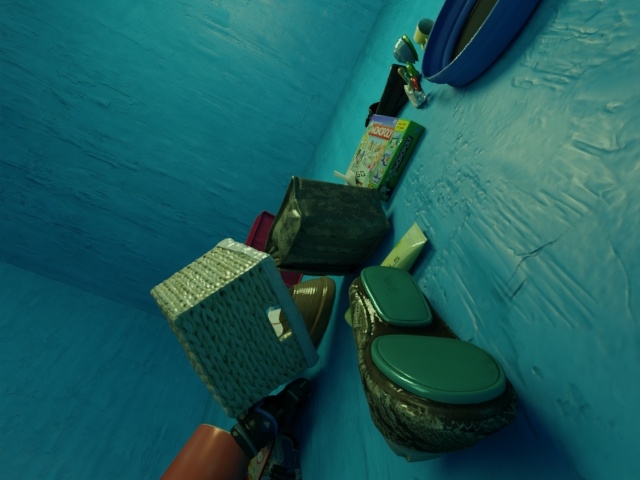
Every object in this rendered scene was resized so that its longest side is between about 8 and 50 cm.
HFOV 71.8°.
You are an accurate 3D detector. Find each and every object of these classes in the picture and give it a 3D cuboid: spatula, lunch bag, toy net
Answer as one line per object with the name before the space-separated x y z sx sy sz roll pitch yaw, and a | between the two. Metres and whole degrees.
spatula | 0.082 -0.147 1.414 0.242 0.019 0.168 -124 25 -72
lunch bag | 0.000 0.000 1.120 0.287 0.235 0.169 119 148 -44
toy net | 0.243 -0.407 1.125 0.045 0.232 0.122 -34 62 9

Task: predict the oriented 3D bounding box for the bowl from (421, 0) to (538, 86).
bowl | 0.356 -0.516 0.947 0.391 0.077 0.392 -157 90 -79

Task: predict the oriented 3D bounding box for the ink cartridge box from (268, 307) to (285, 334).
ink cartridge box | -0.122 0.299 1.422 0.067 0.115 0.198 -17 30 11

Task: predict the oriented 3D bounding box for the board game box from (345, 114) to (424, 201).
board game box | 0.171 -0.248 1.272 0.214 0.046 0.317 -66 17 12

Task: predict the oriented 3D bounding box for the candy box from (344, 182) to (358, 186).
candy box | 0.109 -0.174 1.511 0.105 0.027 0.206 -70 13 -18

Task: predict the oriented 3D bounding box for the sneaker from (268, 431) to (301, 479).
sneaker | -0.087 0.532 1.004 0.191 0.071 0.083 -83 12 -78

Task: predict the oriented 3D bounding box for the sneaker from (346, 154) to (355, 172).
sneaker | 0.134 -0.282 1.545 0.152 0.053 0.061 -49 19 57

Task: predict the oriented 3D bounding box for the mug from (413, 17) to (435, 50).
mug | 0.320 -0.643 1.386 0.078 0.062 0.064 -64 3 -15

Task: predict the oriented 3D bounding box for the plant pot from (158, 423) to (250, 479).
plant pot | -0.346 0.723 1.354 0.275 0.274 0.243 -51 11 53

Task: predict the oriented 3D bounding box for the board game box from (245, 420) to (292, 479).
board game box | -0.140 0.575 1.181 0.194 0.045 0.146 -68 12 -5

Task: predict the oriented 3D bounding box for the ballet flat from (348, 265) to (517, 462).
ballet flat | 0.120 0.173 0.601 0.483 0.163 0.182 -103 16 -80

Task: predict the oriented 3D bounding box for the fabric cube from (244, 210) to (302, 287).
fabric cube | -0.191 0.042 1.887 0.258 0.254 0.259 167 126 -76

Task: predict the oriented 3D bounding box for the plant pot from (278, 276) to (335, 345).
plant pot | -0.053 0.206 1.330 0.237 0.109 0.237 -60 14 26

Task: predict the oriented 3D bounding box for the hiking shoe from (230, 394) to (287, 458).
hiking shoe | -0.139 0.452 1.123 0.132 0.113 0.304 -34 -1 -10

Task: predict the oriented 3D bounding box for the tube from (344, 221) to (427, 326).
tube | 0.133 0.076 0.886 0.070 0.062 0.240 46 114 33

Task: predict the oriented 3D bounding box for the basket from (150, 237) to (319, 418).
basket | -0.233 0.209 1.147 0.266 0.329 0.331 -31 21 -23

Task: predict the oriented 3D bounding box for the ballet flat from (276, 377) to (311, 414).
ballet flat | -0.069 0.405 1.158 0.203 0.074 0.074 119 168 -54

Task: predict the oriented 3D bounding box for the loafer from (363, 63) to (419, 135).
loafer | 0.202 -0.437 1.427 0.303 0.095 0.109 126 162 -48
